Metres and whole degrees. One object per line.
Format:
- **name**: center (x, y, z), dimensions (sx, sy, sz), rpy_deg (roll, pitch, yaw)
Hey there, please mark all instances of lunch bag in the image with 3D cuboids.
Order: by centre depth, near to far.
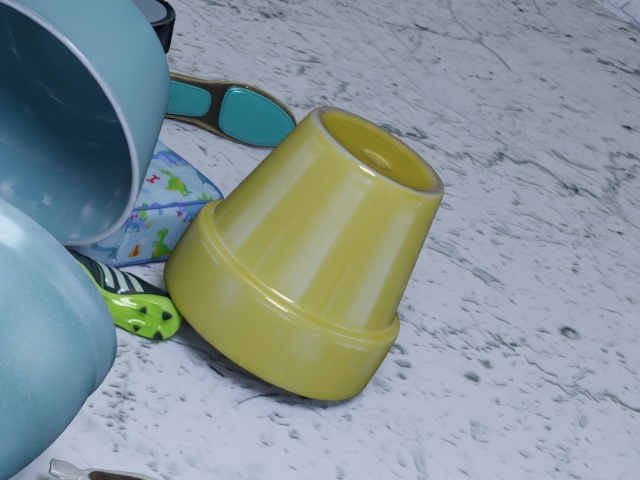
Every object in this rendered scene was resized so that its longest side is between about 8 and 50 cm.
- **lunch bag**: center (-0.233, -0.053, 1.856), dimensions (0.176, 0.090, 0.219), rpy_deg (39, 28, 31)

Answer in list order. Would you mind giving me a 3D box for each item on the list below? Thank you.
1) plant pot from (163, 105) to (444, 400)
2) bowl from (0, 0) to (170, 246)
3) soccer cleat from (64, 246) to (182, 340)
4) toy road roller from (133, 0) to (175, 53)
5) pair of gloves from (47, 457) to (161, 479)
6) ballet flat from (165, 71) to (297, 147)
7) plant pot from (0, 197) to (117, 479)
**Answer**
- **plant pot**: center (0.000, 0.000, 1.743), dimensions (0.254, 0.239, 0.254), rpy_deg (29, 21, -12)
- **bowl**: center (-0.274, -0.163, 1.666), dimensions (0.311, 0.312, 0.163), rpy_deg (30, 49, 10)
- **soccer cleat**: center (-0.226, 0.050, 1.714), dimensions (0.178, 0.060, 0.072), rpy_deg (26, 16, -12)
- **toy road roller**: center (-0.329, -0.251, 2.020), dimensions (0.240, 0.203, 0.329), rpy_deg (0, 36, -22)
- **pair of gloves**: center (-0.128, 0.277, 1.392), dimensions (0.204, 0.042, 0.240), rpy_deg (12, 30, -24)
- **ballet flat**: center (-0.142, -0.184, 2.189), dimensions (0.232, 0.080, 0.073), rpy_deg (17, 12, -19)
- **plant pot**: center (-0.334, 0.105, 1.310), dimensions (0.293, 0.293, 0.196), rpy_deg (25, 53, 0)
